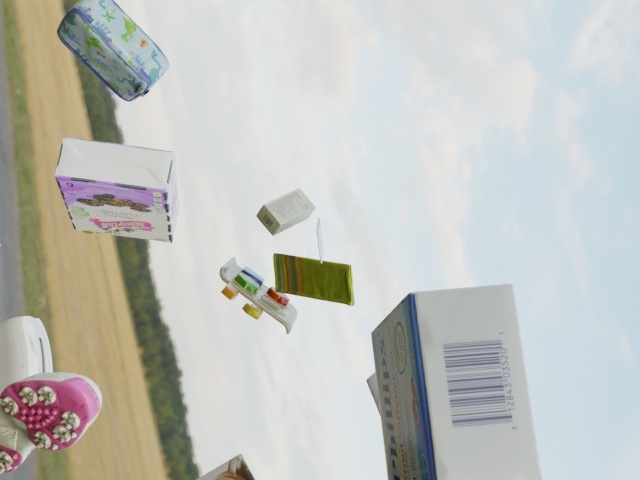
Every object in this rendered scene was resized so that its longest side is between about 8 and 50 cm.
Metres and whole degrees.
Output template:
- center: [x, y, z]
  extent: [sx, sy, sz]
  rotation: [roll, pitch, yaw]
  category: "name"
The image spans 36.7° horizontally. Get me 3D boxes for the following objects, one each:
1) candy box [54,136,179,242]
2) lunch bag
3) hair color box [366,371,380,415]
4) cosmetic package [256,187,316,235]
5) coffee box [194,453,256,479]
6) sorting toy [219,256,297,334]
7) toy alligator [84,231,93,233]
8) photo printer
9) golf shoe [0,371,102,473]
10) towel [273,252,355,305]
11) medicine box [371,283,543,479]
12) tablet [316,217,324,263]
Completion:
- center: [-0.306, -0.074, 1.484]
  extent: [0.196, 0.164, 0.070]
  rotation: [102, -6, -66]
  category: "candy box"
- center: [-0.418, -0.384, 1.935]
  extent: [0.219, 0.090, 0.176]
  rotation: [46, -24, -19]
  category: "lunch bag"
- center: [0.211, 0.315, 1.737]
  extent: [0.105, 0.174, 0.347]
  rotation: [43, 10, -23]
  category: "hair color box"
- center: [-0.070, -0.059, 1.982]
  extent: [0.060, 0.115, 0.041]
  rotation: [50, -46, 13]
  category: "cosmetic package"
- center: [-0.164, 0.633, 2.044]
  extent: [0.297, 0.168, 0.119]
  rotation: [56, -13, 29]
  category: "coffee box"
- center: [-0.148, 0.133, 2.346]
  extent: [0.229, 0.041, 0.307]
  rotation: [41, 7, -2]
  category: "sorting toy"
- center: [-0.464, -0.055, 2.046]
  extent: [0.051, 0.189, 0.056]
  rotation: [41, 50, -45]
  category: "toy alligator"
- center: [-0.755, 0.330, 2.259]
  extent: [0.107, 0.307, 0.256]
  rotation: [27, 45, -54]
  category: "photo printer"
- center: [-0.387, 0.231, 1.364]
  extent: [0.306, 0.140, 0.115]
  rotation: [-26, -80, 42]
  category: "golf shoe"
- center: [-0.020, 0.090, 2.244]
  extent: [0.237, 0.021, 0.102]
  rotation: [8, -68, 41]
  category: "towel"
- center: [0.179, 0.224, 1.356]
  extent: [0.289, 0.149, 0.264]
  rotation: [116, -31, -71]
  category: "medicine box"
- center: [0.000, 0.000, 2.004]
  extent: [0.054, 0.006, 0.083]
  rotation: [-82, 167, -58]
  category: "tablet"
